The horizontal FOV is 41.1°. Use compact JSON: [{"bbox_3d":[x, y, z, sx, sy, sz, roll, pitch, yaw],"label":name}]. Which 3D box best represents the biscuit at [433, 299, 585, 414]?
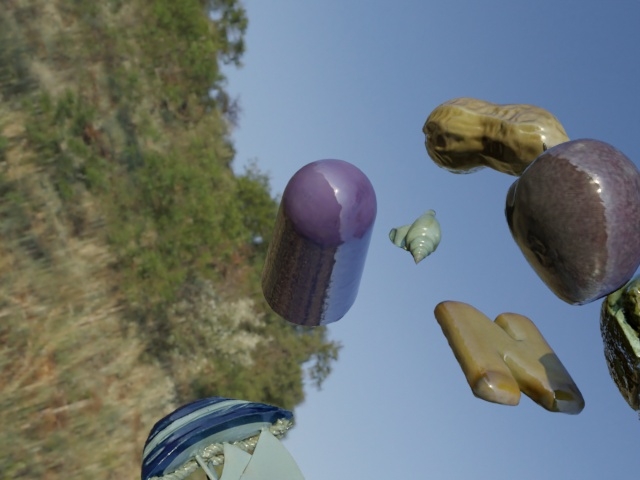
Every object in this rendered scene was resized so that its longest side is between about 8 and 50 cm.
[{"bbox_3d":[0.359,0.219,1.646,0.291,0.237,0.062,-108,-144,-59],"label":"biscuit"}]

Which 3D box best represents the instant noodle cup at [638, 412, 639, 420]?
[{"bbox_3d":[0.781,0.386,1.642,0.308,0.294,0.294,-110,-171,-57],"label":"instant noodle cup"}]

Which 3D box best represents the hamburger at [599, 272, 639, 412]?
[{"bbox_3d":[0.563,0.142,1.420,0.288,0.167,0.192,71,5,-50],"label":"hamburger"}]

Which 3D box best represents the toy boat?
[{"bbox_3d":[-0.111,0.299,1.048,0.291,0.210,0.070,-113,-155,-52],"label":"toy boat"}]

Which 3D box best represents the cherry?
[{"bbox_3d":[0.275,-0.024,0.905,0.176,0.140,0.176,160,-90,-77],"label":"cherry"}]

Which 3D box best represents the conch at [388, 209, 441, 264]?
[{"bbox_3d":[0.173,-0.003,1.512,0.065,0.088,0.180,56,26,-19],"label":"conch"}]

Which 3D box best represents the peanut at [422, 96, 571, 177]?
[{"bbox_3d":[0.291,-0.174,1.456,0.313,0.149,0.149,19,-52,49],"label":"peanut"}]

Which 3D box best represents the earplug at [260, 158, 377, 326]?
[{"bbox_3d":[0.000,0.000,1.644,0.456,0.215,0.215,104,-33,-66],"label":"earplug"}]
